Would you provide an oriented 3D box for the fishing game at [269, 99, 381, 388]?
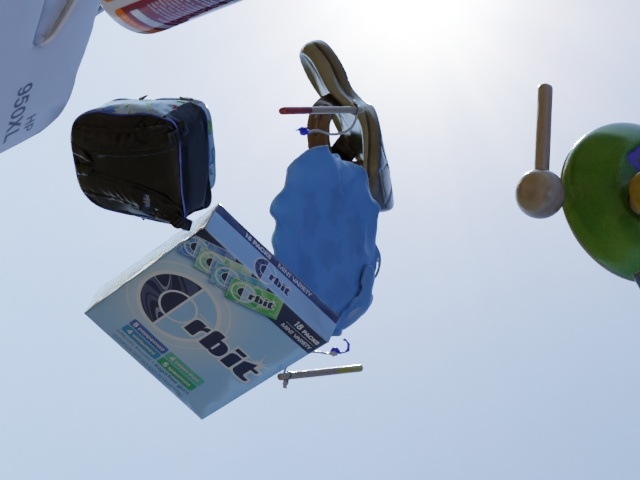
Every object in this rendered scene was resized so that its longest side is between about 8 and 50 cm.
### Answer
[{"bbox_3d":[0.000,0.000,1.815,0.041,0.189,0.264,1,-85,34],"label":"fishing game"}]

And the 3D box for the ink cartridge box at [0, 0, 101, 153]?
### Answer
[{"bbox_3d":[-0.303,-0.248,1.065,0.395,0.166,0.285,42,-40,14],"label":"ink cartridge box"}]

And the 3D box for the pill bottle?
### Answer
[{"bbox_3d":[-0.078,-0.194,1.268,0.152,0.086,0.086,-13,-117,44],"label":"pill bottle"}]

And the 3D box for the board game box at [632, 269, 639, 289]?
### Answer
[{"bbox_3d":[0.390,0.126,1.585,0.086,0.302,0.308,-30,-94,18],"label":"board game box"}]

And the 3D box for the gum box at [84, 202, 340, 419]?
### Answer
[{"bbox_3d":[-0.101,0.069,1.750,0.184,0.157,0.041,-33,-160,37],"label":"gum box"}]

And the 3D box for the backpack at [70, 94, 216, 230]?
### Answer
[{"bbox_3d":[-0.147,-0.072,1.618,0.114,0.084,0.105,8,-66,27],"label":"backpack"}]

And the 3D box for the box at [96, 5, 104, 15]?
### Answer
[{"bbox_3d":[-0.206,-0.286,1.413,0.143,0.165,0.270,-36,168,-14],"label":"box"}]

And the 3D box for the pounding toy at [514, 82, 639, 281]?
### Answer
[{"bbox_3d":[0.336,-0.068,2.024,0.110,0.237,0.183,-40,-151,57],"label":"pounding toy"}]

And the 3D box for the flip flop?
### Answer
[{"bbox_3d":[0.016,-0.122,2.110,0.277,0.080,0.112,-117,-170,-45],"label":"flip flop"}]
